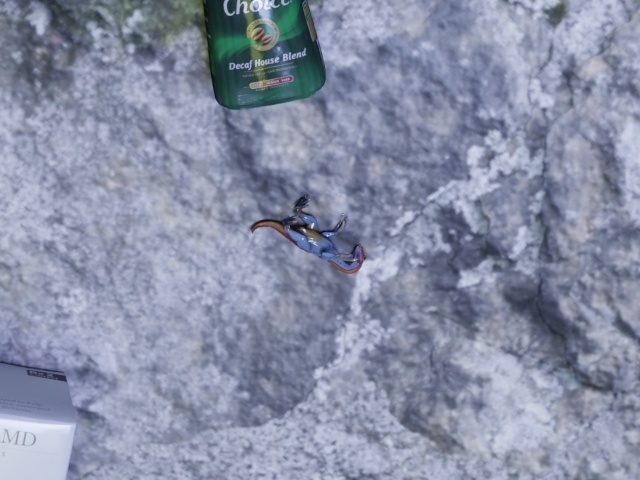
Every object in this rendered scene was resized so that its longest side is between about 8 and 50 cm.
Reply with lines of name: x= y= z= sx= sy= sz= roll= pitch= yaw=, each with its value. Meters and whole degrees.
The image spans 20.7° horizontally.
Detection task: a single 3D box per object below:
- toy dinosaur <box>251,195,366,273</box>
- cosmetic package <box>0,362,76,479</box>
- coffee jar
toy dinosaur: x=0.000 y=0.000 z=1.558 sx=0.090 sy=0.047 sz=0.082 roll=-6 pitch=132 yaw=38
cosmetic package: x=-0.309 y=0.211 z=1.546 sx=0.151 sy=0.151 sz=0.183 roll=9 pitch=101 yaw=-15
coffee jar: x=-0.056 y=-0.204 z=1.422 sx=0.096 sy=0.079 sz=0.184 roll=-10 pitch=115 yaw=3
